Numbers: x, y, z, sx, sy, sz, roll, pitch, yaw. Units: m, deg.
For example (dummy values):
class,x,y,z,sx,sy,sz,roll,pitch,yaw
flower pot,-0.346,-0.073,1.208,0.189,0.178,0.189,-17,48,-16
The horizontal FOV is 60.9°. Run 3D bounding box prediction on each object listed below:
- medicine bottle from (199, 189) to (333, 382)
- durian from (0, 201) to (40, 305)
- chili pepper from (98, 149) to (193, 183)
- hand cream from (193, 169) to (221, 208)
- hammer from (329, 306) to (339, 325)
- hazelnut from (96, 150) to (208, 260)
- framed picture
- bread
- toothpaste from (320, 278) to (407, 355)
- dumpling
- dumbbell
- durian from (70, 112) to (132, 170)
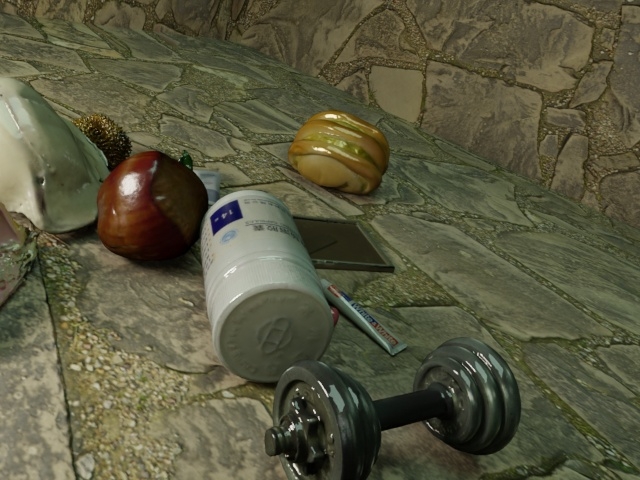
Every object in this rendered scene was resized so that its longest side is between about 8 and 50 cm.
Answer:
class,x,y,z,sx,sy,sz,roll,pitch,yaw
medicine bottle,-0.104,0.065,0.933,0.189,0.190,0.332,7,28,-20
durian,-0.580,0.034,0.812,0.195,0.186,0.305,-10,39,-3
chili pepper,-0.358,-0.124,1.229,0.122,0.065,0.279,57,27,-4
hand cream,-0.282,-0.122,1.346,0.079,0.048,0.255,7,27,-17
hammer,-0.006,0.137,1.020,0.083,0.043,0.043,16,26,-4
hazelnut,-0.326,-0.063,1.055,0.229,0.230,0.229,14,26,-7
framed picture,0.000,0.000,1.315,0.314,0.024,0.232,6,28,-25
bread,0.060,-0.277,1.683,0.315,0.211,0.270,20,27,11
toothpaste,0.076,0.148,1.069,0.218,0.033,0.052,38,37,28
dumpling,-0.564,-0.182,1.101,0.395,0.233,0.315,46,29,13
dumbbell,0.108,0.235,0.750,0.406,0.179,0.179,-1,32,-34
durian,-0.545,-0.237,1.324,0.168,0.137,0.158,43,53,18
